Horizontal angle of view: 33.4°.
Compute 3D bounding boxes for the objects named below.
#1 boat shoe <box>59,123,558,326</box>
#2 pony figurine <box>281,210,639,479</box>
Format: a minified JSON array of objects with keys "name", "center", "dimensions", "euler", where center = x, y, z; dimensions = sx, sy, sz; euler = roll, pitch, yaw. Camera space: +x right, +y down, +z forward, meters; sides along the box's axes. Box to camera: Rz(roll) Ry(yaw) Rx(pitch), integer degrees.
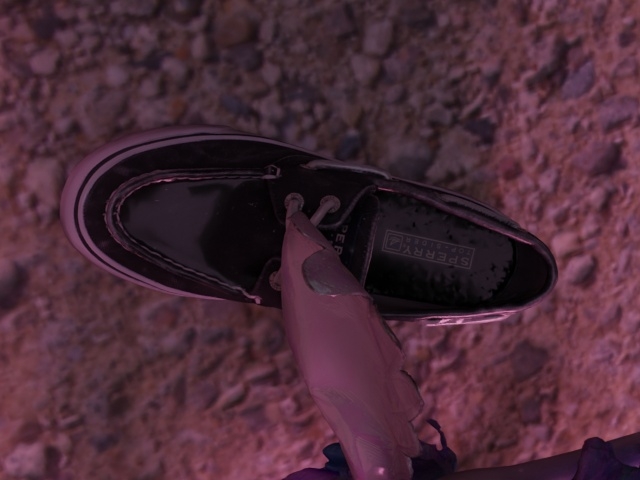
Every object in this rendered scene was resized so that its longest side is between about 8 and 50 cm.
[{"name":"boat shoe","center":[0.000,0.000,0.640],"dimensions":[0.301,0.102,0.108],"euler":[12,95,-19]},{"name":"pony figurine","center":[0.077,0.173,0.592],"dimensions":[0.363,0.351,0.303],"euler":[-3,63,-15]}]
